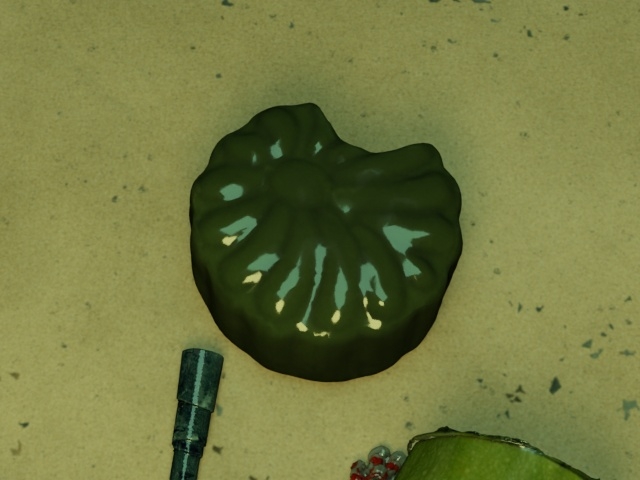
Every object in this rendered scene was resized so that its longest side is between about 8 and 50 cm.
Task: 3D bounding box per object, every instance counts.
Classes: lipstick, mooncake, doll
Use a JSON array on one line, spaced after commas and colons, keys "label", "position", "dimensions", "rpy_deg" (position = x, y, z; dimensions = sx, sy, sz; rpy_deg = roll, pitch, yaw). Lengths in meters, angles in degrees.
[{"label": "lipstick", "position": [-0.159, 0.249, 1.876], "dimensions": [0.054, 0.053, 0.234], "rpy_deg": [6, 66, 2]}, {"label": "mooncake", "position": [0.000, 0.000, 1.925], "dimensions": [0.351, 0.187, 0.351], "rpy_deg": [1, 66, -3]}, {"label": "doll", "position": [0.054, 0.323, 1.835], "dimensions": [0.094, 0.079, 0.180], "rpy_deg": [18, 54, 8]}]

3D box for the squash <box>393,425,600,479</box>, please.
[{"label": "squash", "position": [0.146, 0.421, 1.685], "dimensions": [0.263, 0.263, 0.384], "rpy_deg": [21, 66, 9]}]
